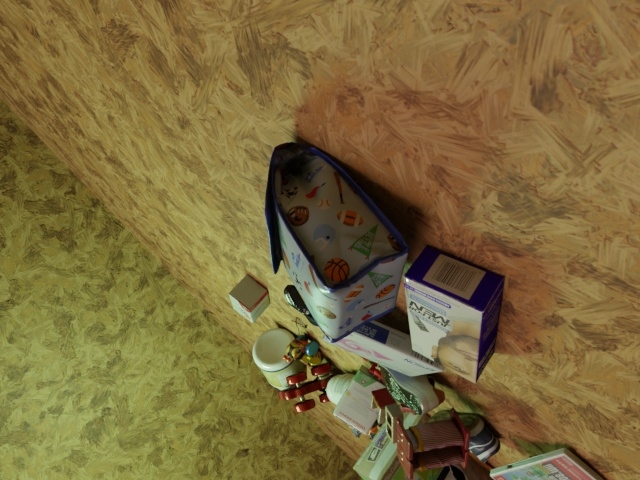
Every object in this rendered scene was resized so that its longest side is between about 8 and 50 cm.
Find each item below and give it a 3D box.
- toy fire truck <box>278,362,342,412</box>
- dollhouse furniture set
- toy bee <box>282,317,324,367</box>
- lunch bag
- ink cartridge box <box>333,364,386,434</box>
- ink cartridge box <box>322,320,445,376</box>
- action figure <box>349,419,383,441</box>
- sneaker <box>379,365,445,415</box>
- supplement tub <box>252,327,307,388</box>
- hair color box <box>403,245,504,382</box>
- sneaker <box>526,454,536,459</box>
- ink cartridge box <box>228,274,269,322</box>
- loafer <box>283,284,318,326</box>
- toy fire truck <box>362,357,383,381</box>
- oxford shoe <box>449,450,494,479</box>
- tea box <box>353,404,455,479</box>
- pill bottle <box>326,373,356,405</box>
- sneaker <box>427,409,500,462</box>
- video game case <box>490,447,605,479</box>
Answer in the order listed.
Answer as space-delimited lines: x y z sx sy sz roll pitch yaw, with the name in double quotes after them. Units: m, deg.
-0.048 0.708 2.282 0.254 0.303 0.169 134 120 -71 "toy fire truck"
0.320 0.596 1.581 0.374 0.202 0.152 -126 30 -68 "dollhouse furniture set"
-0.101 0.506 2.162 0.298 0.162 0.195 52 155 -21 "toy bee"
0.000 0.000 1.107 0.385 0.239 0.327 57 164 26 "lunch bag"
0.170 0.628 1.850 0.154 0.212 0.093 31 -175 8 "ink cartridge box"
0.177 0.338 1.471 0.324 0.071 0.330 23 155 -4 "ink cartridge box"
0.217 0.862 2.342 0.330 0.179 0.341 63 176 -26 "action figure"
0.312 0.493 1.595 0.290 0.123 0.105 -155 53 -64 "sneaker"
-0.197 0.618 2.402 0.228 0.228 0.316 26 151 32 "supplement tub"
0.308 0.183 1.099 0.185 0.110 0.338 25 152 32 "hair color box"
0.674 0.697 1.445 0.067 0.064 0.175 48 154 21 "sneaker"
-0.322 0.270 2.144 0.128 0.127 0.176 34 155 17 "ink cartridge box"
-0.051 0.246 1.775 0.078 0.076 0.223 -4 133 51 "loafer"
0.233 0.485 1.766 0.192 0.047 0.135 33 154 21 "toy fire truck"
0.588 0.910 1.825 0.363 0.132 0.130 47 155 -10 "oxford shoe"
0.376 0.920 1.921 0.323 0.329 0.220 47 156 -10 "tea box"
0.149 0.673 2.060 0.160 0.160 0.283 48 155 -11 "pill bottle"
0.497 0.680 1.632 0.153 0.099 0.282 46 152 -3 "sneaker"
0.675 0.713 1.374 0.204 0.025 0.285 40 133 -1 "video game case"
